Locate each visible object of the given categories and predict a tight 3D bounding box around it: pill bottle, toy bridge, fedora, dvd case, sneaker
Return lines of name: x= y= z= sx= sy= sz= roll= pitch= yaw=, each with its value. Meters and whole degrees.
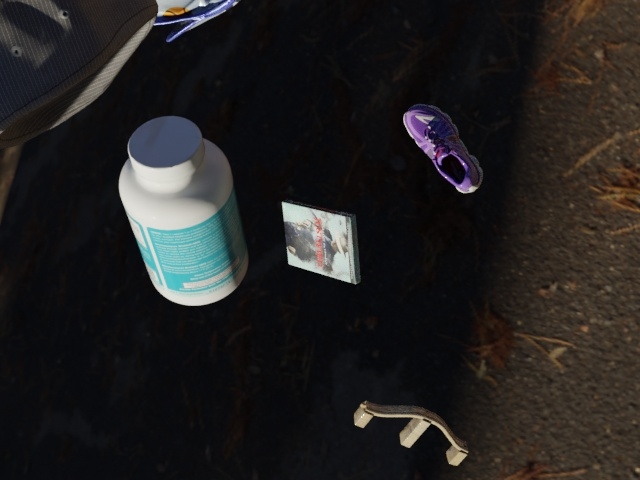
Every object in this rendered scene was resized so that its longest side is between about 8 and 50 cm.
pill bottle: x=-0.181 y=-0.040 z=1.145 sx=0.264 sy=0.146 sz=0.146 roll=85 pitch=170 yaw=-53
toy bridge: x=0.140 y=0.276 z=1.267 sx=0.063 sy=0.188 sz=0.026 roll=-55 pitch=19 yaw=28
fedora: x=-0.232 y=-0.175 z=0.718 sx=0.275 sy=0.124 sz=0.243 roll=-48 pitch=9 yaw=-23
dvd case: x=0.000 y=0.000 z=1.056 sx=0.119 sy=0.013 sz=0.087 roll=15 pitch=118 yaw=42
sneaker: x=0.193 y=-0.149 z=1.352 sx=0.068 sy=0.071 sz=0.170 roll=-44 pitch=74 yaw=19

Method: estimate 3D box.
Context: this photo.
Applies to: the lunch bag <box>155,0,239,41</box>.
lunch bag: x=-0.252 y=-0.492 z=1.409 sx=0.328 sy=0.385 sz=0.239 roll=-69 pitch=-18 yaw=-49
